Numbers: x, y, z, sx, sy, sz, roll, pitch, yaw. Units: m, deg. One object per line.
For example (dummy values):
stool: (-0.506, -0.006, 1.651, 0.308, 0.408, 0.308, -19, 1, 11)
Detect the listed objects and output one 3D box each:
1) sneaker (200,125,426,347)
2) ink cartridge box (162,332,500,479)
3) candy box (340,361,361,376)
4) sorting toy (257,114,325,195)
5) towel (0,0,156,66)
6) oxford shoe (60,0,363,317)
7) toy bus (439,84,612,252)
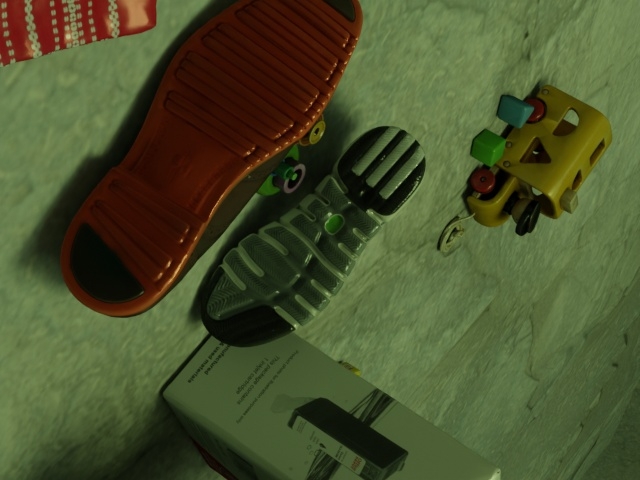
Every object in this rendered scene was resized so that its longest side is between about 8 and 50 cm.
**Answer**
sneaker: (0.000, 0.000, 1.039, 0.229, 0.086, 0.132, -42, 180, 4)
ink cartridge box: (0.018, 0.199, 1.073, 0.114, 0.273, 0.197, -50, 156, -18)
candy box: (-0.030, 0.228, 1.324, 0.105, 0.027, 0.205, -9, 128, -63)
sorting toy: (-0.022, -0.067, 0.954, 0.061, 0.042, 0.102, -36, 149, -41)
towel: (-0.166, -0.157, 0.577, 0.275, 0.031, 0.198, -30, 144, -47)
oxford shoe: (-0.072, -0.065, 0.827, 0.271, 0.097, 0.098, -50, 176, -8)
toy bus: (0.247, -0.071, 1.401, 0.191, 0.104, 0.202, -30, 144, -46)
